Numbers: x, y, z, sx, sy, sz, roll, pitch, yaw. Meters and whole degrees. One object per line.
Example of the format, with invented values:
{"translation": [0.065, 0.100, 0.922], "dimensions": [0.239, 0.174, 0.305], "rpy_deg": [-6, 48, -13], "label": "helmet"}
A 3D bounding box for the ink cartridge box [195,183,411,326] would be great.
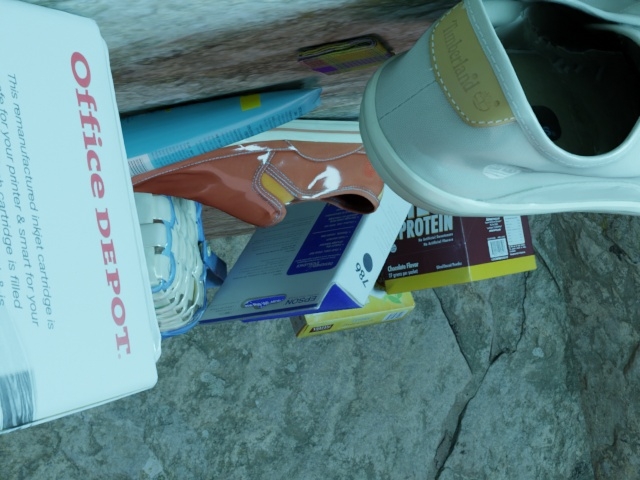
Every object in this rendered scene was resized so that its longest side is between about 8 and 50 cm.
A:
{"translation": [0.000, 0.000, 1.317], "dimensions": [0.165, 0.065, 0.332], "rpy_deg": [-9, -147, 33], "label": "ink cartridge box"}

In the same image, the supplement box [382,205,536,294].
{"translation": [0.174, -0.040, 1.538], "dimensions": [0.129, 0.194, 0.191], "rpy_deg": [-11, 177, 36], "label": "supplement box"}

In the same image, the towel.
{"translation": [0.021, -0.134, 0.843], "dimensions": [0.060, 0.009, 0.083], "rpy_deg": [-10, 178, 15], "label": "towel"}

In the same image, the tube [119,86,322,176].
{"translation": [-0.098, -0.094, 0.969], "dimensions": [0.207, 0.052, 0.080], "rpy_deg": [-14, -177, -1], "label": "tube"}

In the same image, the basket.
{"translation": [-0.245, 0.022, 1.281], "dimensions": [0.255, 0.201, 0.289], "rpy_deg": [-4, 172, 2], "label": "basket"}

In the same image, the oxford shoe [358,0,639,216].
{"translation": [0.237, -0.104, 0.797], "dimensions": [0.449, 0.169, 0.130], "rpy_deg": [-7, 156, -32], "label": "oxford shoe"}

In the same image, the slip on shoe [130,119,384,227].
{"translation": [-0.069, -0.063, 1.148], "dimensions": [0.331, 0.101, 0.123], "rpy_deg": [-4, 178, -33], "label": "slip on shoe"}

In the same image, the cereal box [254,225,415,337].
{"translation": [0.008, 0.005, 1.556], "dimensions": [0.173, 0.240, 0.047], "rpy_deg": [-7, 153, -30], "label": "cereal box"}

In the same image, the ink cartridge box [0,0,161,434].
{"translation": [-0.210, -0.006, 0.525], "dimensions": [0.122, 0.211, 0.289], "rpy_deg": [-10, 177, 24], "label": "ink cartridge box"}
